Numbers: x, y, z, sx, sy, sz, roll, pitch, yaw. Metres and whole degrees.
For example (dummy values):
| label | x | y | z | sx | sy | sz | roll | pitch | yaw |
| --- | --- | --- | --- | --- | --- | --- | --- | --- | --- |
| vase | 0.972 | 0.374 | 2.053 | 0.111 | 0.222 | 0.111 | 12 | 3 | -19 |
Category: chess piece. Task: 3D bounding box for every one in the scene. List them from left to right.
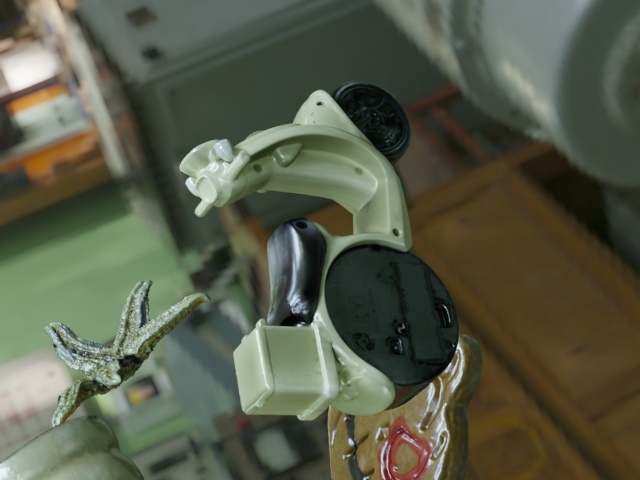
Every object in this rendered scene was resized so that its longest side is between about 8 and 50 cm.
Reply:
| label | x | y | z | sx | sy | sz | roll | pitch | yaw |
| --- | --- | --- | --- | --- | --- | --- | --- | --- | --- |
| chess piece | -0.165 | 0.313 | 1.647 | 0.300 | 0.167 | 0.167 | 51 | 164 | 16 |

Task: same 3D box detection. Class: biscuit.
| label | x | y | z | sx | sy | sz | roll | pitch | yaw |
| --- | --- | --- | --- | --- | --- | --- | --- | --- | --- |
| biscuit | 0.103 | 0.224 | 2.500 | 0.314 | 0.063 | 0.367 | -46 | 39 | 45 |

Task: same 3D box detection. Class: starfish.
| label | x | y | z | sx | sy | sz | roll | pitch | yaw |
| --- | --- | --- | --- | --- | --- | --- | --- | --- | --- |
| starfish | -0.181 | 0.094 | 1.793 | 0.053 | 0.176 | 0.208 | 53 | -165 | -27 |

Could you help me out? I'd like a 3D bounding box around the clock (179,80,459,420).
| label | x | y | z | sx | sy | sz | roll | pitch | yaw |
| --- | --- | --- | --- | --- | --- | --- | --- | --- | --- |
| clock | 0.000 | 0.000 | 1.997 | 0.120 | 0.276 | 0.379 | -49 | 48 | 49 |
